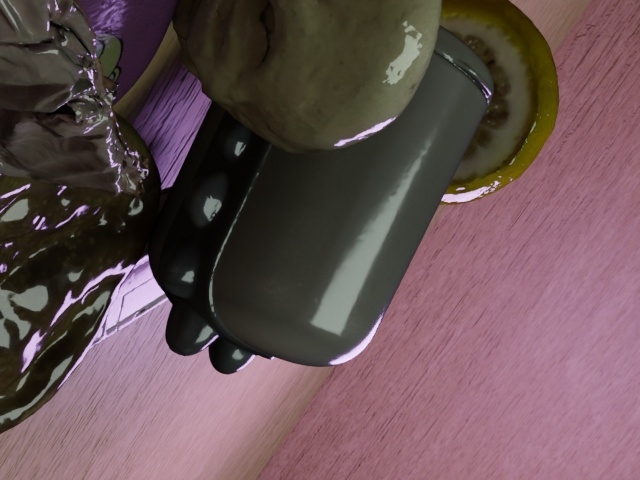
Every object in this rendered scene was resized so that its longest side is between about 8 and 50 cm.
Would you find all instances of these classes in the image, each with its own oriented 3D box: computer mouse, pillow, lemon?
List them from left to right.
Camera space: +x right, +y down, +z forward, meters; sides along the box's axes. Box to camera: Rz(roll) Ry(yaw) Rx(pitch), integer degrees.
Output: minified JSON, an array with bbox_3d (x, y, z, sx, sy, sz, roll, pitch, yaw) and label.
[{"bbox_3d":[-0.163,-0.077,0.540,0.248,0.135,0.049,89,15,-73],"label":"pillow"},{"bbox_3d":[-0.167,0.024,0.993,0.245,0.056,0.126,-33,154,-39],"label":"computer mouse"},{"bbox_3d":[0.140,-0.161,1.241,0.240,0.240,0.219,-55,180,12],"label":"lemon"}]

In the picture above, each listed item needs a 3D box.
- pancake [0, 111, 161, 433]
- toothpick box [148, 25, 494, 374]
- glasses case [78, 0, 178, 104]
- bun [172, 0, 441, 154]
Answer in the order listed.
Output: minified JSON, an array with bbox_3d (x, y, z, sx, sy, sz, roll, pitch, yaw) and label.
[{"bbox_3d":[-0.220,0.033,0.778,0.294,0.049,0.294,-45,156,-27],"label":"pancake"},{"bbox_3d":[-0.018,-0.039,0.911,0.316,0.229,0.229,-64,169,-5],"label":"toothpick box"},{"bbox_3d":[-0.114,-0.171,0.582,0.123,0.076,0.316,-46,169,-34],"label":"glasses case"},{"bbox_3d":[-0.023,-0.162,0.708,0.133,0.231,0.231,4,132,-31],"label":"bun"}]
